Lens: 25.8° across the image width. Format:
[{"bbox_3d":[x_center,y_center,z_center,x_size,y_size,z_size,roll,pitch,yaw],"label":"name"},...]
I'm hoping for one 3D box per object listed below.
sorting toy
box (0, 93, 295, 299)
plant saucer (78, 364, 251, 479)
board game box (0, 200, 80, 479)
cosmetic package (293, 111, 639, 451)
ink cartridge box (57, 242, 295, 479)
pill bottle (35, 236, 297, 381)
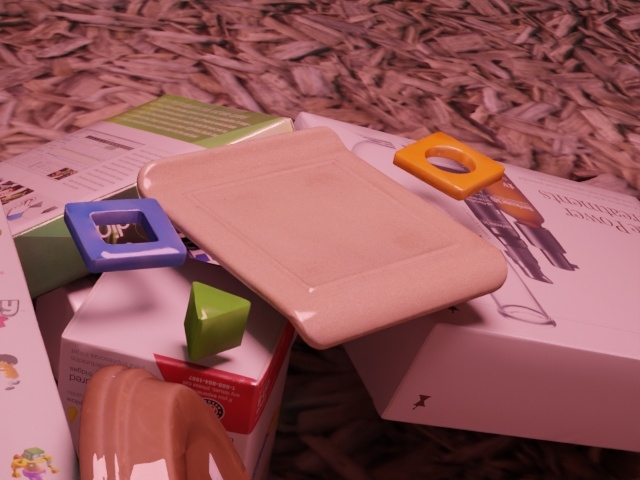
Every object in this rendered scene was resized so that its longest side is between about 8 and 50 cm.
[{"bbox_3d":[0.000,0.000,0.934,0.348,0.047,0.196,-15,42,-38],"label":"sorting toy"},{"bbox_3d":[-0.203,-0.029,1.113,0.322,0.058,0.232,-27,22,-23],"label":"box"},{"bbox_3d":[-0.051,0.190,0.715,0.041,0.278,0.278,-21,30,4],"label":"plant saucer"},{"bbox_3d":[-0.203,0.143,0.788,0.098,0.224,0.303,-4,31,-20],"label":"board game box"},{"bbox_3d":[0.169,0.041,1.130,0.377,0.097,0.284,11,32,-31],"label":"cosmetic package"},{"bbox_3d":[-0.097,0.117,0.922,0.128,0.176,0.127,13,30,5],"label":"ink cartridge box"},{"bbox_3d":[-0.120,0.056,1.094,0.187,0.112,0.112,-11,35,-34],"label":"pill bottle"}]
